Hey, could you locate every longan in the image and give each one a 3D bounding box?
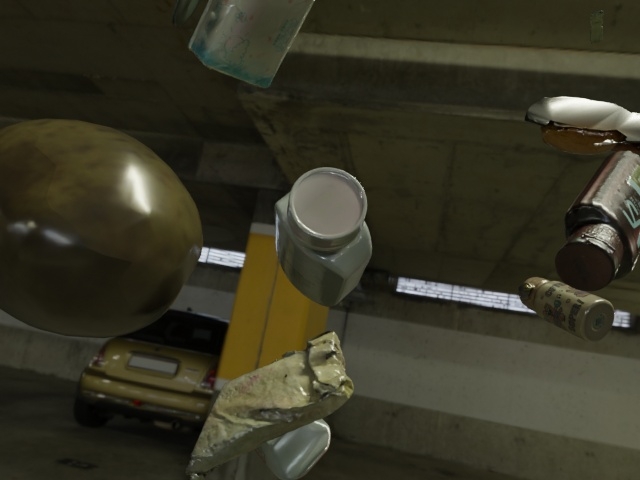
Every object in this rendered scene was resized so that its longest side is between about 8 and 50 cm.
[{"bbox_3d":[-0.385,-0.017,0.867,0.404,0.336,0.404,30,6,-4],"label":"longan"}]

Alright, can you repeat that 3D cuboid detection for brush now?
[{"bbox_3d":[0.394,-0.306,0.763,0.016,0.013,0.083,-2,-8,26],"label":"brush"}]

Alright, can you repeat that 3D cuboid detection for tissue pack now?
[{"bbox_3d":[-0.147,-0.499,1.200,0.201,0.271,0.124,4,37,-49],"label":"tissue pack"}]

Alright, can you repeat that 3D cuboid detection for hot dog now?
[{"bbox_3d":[0.739,-0.290,1.477,0.326,0.194,0.107,30,-30,31],"label":"hot dog"}]

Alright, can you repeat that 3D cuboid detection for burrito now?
[{"bbox_3d":[-0.096,0.306,1.012,0.107,0.347,0.175,62,-5,-26],"label":"burrito"}]

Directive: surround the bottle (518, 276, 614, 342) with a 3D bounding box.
[{"bbox_3d":[0.537,0.144,1.206,0.110,0.097,0.209,17,7,-26],"label":"bottle"}]

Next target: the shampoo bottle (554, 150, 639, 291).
[{"bbox_3d":[0.431,-0.032,0.794,0.084,0.129,0.323,-22,8,45],"label":"shampoo bottle"}]

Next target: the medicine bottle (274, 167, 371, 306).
[{"bbox_3d":[0.000,0.000,0.837,0.161,0.111,0.296,45,-16,13],"label":"medicine bottle"}]

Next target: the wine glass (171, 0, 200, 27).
[{"bbox_3d":[-0.248,-0.367,0.674,0.202,0.093,0.093,34,-18,-9],"label":"wine glass"}]

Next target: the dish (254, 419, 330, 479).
[{"bbox_3d":[-0.084,0.417,1.186,0.234,0.154,0.064,27,-28,46],"label":"dish"}]
